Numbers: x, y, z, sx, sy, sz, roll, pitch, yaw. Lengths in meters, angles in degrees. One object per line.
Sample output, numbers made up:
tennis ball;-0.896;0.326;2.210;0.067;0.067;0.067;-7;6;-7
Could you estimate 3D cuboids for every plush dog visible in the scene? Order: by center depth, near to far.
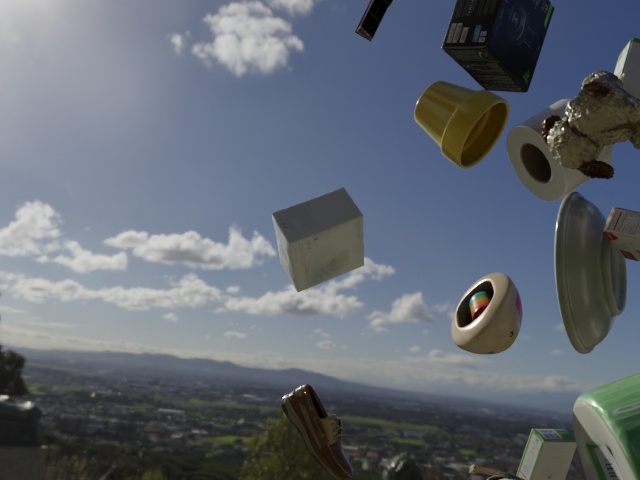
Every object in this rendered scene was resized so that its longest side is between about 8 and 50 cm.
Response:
plush dog;0.657;-0.275;1.473;0.210;0.262;0.225;-1;-45;-35

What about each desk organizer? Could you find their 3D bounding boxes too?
desk organizer;0.137;-0.557;1.461;0.047;0.130;0.050;26;-1;-11

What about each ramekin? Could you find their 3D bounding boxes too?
ramekin;0.475;0.330;0.835;0.148;0.304;0.303;-15;-15;4

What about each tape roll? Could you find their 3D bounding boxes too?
tape roll;0.677;-0.257;1.722;0.169;0.246;0.246;-30;-8;-10

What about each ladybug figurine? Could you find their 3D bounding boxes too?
ladybug figurine;0.628;0.278;2.238;0.162;0.305;0.449;40;23;-4

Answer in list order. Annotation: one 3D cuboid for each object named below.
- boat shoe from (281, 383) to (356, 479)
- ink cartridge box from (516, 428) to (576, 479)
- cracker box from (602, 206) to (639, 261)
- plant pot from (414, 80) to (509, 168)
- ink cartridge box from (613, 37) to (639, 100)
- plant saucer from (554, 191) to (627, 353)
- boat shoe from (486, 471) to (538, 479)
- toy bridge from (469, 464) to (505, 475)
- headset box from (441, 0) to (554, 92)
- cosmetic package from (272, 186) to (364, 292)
boat shoe;0.007;0.592;1.880;0.120;0.324;0.122;-41;-19;7
ink cartridge box;0.599;0.611;1.619;0.108;0.209;0.062;6;15;-18
cracker box;0.746;0.010;1.285;0.232;0.067;0.155;21;-8;46
plant pot;0.453;-0.405;2.004;0.239;0.254;0.254;41;6;29
ink cartridge box;0.895;-0.401;1.646;0.188;0.255;0.097;20;-16;8
plant saucer;0.676;0.076;1.475;0.100;0.401;0.400;-5;-17;37
boat shoe;0.326;0.448;1.001;0.113;0.103;0.302;8;5;40
toy bridge;0.594;0.788;2.002;0.188;0.026;0.063;22;-37;1
headset box;0.465;-0.544;1.552;0.131;0.246;0.283;17;-3;42
cosmetic package;0.000;0.000;1.732;0.224;0.138;0.224;-22;-39;-14
